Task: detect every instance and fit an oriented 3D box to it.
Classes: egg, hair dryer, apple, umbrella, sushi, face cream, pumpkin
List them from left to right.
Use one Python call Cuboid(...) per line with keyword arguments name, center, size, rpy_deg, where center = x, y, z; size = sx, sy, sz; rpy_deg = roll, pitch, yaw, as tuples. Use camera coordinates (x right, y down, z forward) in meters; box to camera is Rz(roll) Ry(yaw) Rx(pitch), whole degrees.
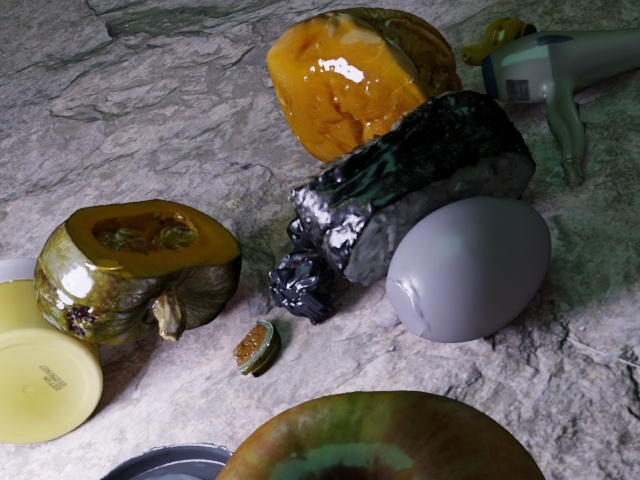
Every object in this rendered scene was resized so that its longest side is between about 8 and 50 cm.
Cuboid(name="face cream", center=(-0.435, 0.164, 1.902), size=(0.218, 0.218, 0.179), rpy_deg=(-26, 37, 3))
Cuboid(name="pumpkin", center=(-0.246, 0.054, 1.867), size=(0.317, 0.139, 0.222), rpy_deg=(-4, 39, -45))
Cuboid(name="umbrella", center=(-0.001, 0.001, 1.924), size=(0.122, 0.110, 0.272), rpy_deg=(-44, 18, 43))
Cuboid(name="apple", center=(0.060, 0.346, 1.282), size=(0.400, 0.333, 0.400), rpy_deg=(-8, 56, 12))
Cuboid(name="sushi", center=(0.130, -0.079, 1.806), size=(0.350, 0.211, 0.171), rpy_deg=(-28, 59, -20))
Cuboid(name="egg", center=(0.199, 0.033, 1.687), size=(0.232, 0.176, 0.176), rpy_deg=(-34, 36, -12))
Cuboid(name="hair dryer", center=(0.429, -0.237, 1.969), size=(0.296, 0.119, 0.298), rpy_deg=(-27, 51, -6))

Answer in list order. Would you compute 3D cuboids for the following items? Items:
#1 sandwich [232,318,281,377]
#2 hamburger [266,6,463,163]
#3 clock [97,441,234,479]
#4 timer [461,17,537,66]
Cuboid(name="sandwich", center=(-0.092, 0.154, 1.855), size=(0.069, 0.026, 0.101), rpy_deg=(7, 49, 37))
Cuboid(name="hamburger", center=(0.061, -0.232, 2.010), size=(0.314, 0.290, 0.170), rpy_deg=(6, 44, 40))
Cuboid(name="clock", center=(-0.207, 0.393, 1.598), size=(0.325, 0.067, 0.325), rpy_deg=(-18, 37, 14))
Cuboid(name="timer", center=(0.296, -0.312, 2.113), size=(0.109, 0.107, 0.107), rpy_deg=(9, 49, 36))
